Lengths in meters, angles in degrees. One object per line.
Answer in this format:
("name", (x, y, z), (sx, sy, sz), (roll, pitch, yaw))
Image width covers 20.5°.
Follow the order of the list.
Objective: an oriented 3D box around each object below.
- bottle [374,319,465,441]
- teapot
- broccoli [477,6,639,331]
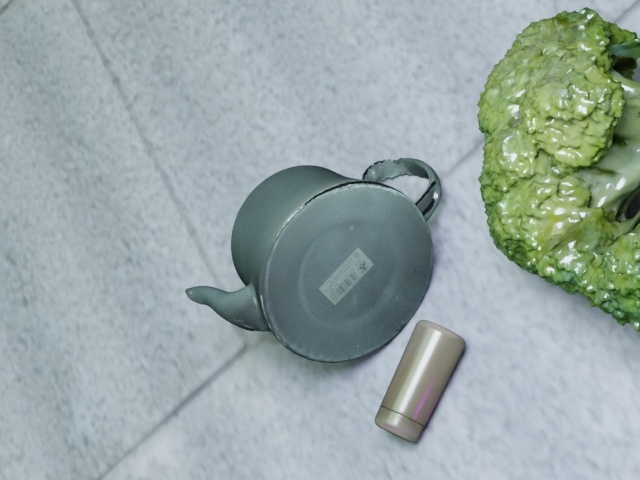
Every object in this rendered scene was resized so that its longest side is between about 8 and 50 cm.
("bottle", (0.081, 0.116, 1.458), (0.045, 0.045, 0.096), (21, 82, 44))
("teapot", (0.000, 0.000, 1.534), (0.239, 0.162, 0.149), (-34, 31, -13))
("broccoli", (0.240, -0.065, 1.329), (0.302, 0.186, 0.254), (3, 59, 47))
